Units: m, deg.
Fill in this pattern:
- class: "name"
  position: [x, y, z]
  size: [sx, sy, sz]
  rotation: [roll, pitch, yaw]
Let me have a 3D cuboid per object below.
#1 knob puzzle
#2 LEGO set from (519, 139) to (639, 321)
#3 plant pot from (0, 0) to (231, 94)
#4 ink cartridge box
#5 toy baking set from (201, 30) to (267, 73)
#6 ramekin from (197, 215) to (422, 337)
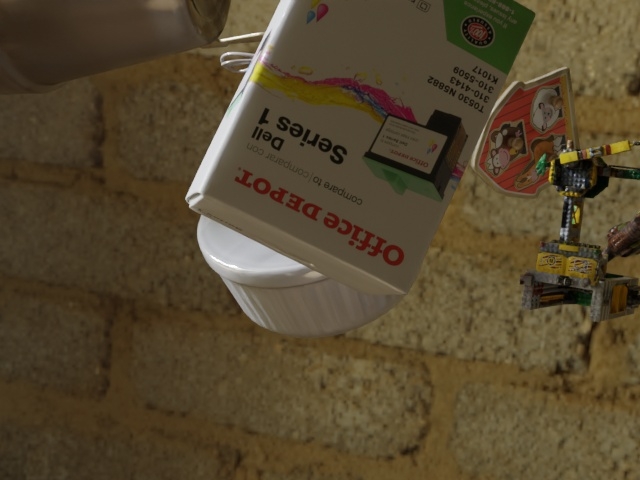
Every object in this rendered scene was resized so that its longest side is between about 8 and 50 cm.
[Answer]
- class: "knob puzzle"
  position: [0.309, -0.144, 1.440]
  size: [0.213, 0.213, 0.030]
  rotation: [-2, 20, -29]
- class: "LEGO set"
  position: [0.383, 0.001, 1.145]
  size: [0.331, 0.255, 0.192]
  rotation: [19, 10, 30]
- class: "plant pot"
  position: [-0.265, -0.335, 1.161]
  size: [0.280, 0.323, 0.323]
  rotation: [3, 12, 13]
- class: "ink cartridge box"
  position: [0.032, -0.114, 0.857]
  size: [0.201, 0.278, 0.117]
  rotation: [26, -6, -11]
- class: "toy baking set"
  position: [-0.058, -0.274, 1.489]
  size: [0.256, 0.030, 0.197]
  rotation: [12, -10, -27]
- class: "ramekin"
  position: [0.000, 0.000, 1.150]
  size: [0.273, 0.127, 0.273]
  rotation: [-14, 33, 9]
